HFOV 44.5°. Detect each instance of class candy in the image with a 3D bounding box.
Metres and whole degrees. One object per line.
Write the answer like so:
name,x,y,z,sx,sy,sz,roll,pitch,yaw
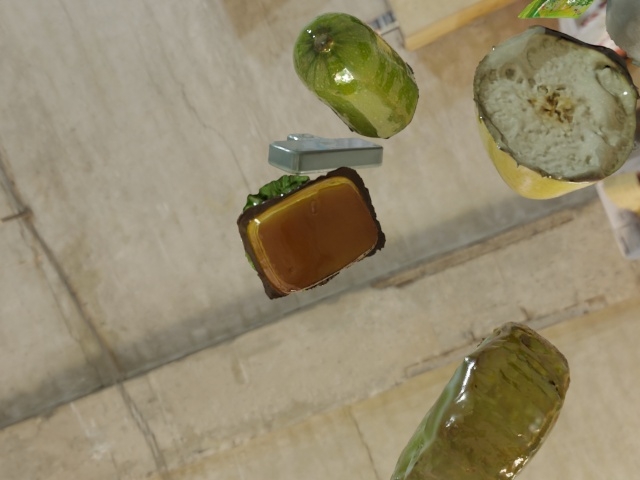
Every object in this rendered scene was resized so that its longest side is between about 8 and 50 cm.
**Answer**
candy,0.175,0.210,0.885,0.118,0.260,0.260,38,-175,11
candy,0.501,-0.496,1.620,0.032,0.178,0.102,66,146,22

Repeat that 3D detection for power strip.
power strip,-0.005,-0.204,1.813,0.193,0.264,0.059,28,119,49

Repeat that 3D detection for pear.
pear,0.311,-0.163,1.141,0.178,0.266,0.267,118,136,-63

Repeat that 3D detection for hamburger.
hamburger,-0.014,-0.016,0.925,0.137,0.165,0.087,68,169,-8

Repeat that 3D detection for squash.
squash,0.028,-0.165,0.743,0.188,0.095,0.095,23,-135,-68

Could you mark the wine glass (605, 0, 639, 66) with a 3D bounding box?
wine glass,0.627,-0.460,1.311,0.323,0.238,0.238,101,158,-55
